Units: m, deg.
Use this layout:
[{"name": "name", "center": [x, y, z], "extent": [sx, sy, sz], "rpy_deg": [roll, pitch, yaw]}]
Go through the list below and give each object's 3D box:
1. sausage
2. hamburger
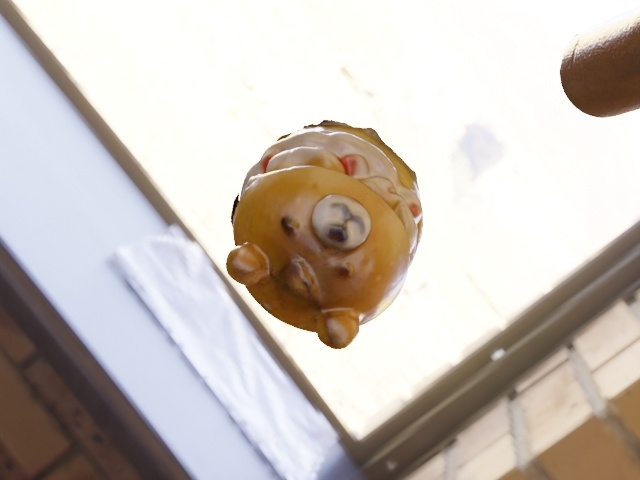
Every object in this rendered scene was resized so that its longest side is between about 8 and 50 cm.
[{"name": "sausage", "center": [0.393, -0.222, 1.542], "extent": [0.123, 0.123, 0.253], "rpy_deg": [51, -12, -7]}, {"name": "hamburger", "center": [0.000, 0.000, 1.714], "extent": [0.276, 0.276, 0.237], "rpy_deg": [50, 33, -15]}]
